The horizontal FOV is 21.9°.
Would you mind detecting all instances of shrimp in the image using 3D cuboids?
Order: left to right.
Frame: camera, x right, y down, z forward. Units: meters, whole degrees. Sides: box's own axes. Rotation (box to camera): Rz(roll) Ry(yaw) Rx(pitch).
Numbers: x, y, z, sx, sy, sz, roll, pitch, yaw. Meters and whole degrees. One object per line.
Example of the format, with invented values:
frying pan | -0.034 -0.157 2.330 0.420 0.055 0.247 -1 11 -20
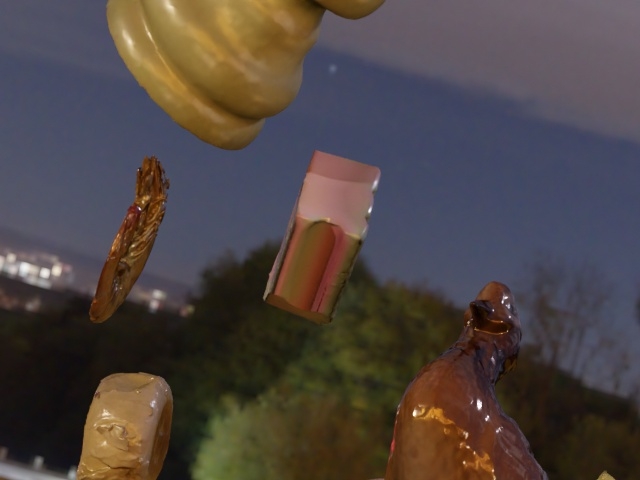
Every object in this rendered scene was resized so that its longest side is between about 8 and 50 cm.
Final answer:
shrimp | -0.255 0.001 2.170 0.053 0.236 0.133 25 9 16

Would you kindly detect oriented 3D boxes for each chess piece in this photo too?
chess piece | -0.012 -0.193 1.127 0.144 0.251 0.144 39 28 -25

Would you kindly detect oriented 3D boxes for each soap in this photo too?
soap | 0.000 0.000 1.239 0.056 0.100 0.149 19 -39 -1

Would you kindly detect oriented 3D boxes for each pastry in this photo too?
pastry | -0.228 0.230 1.935 0.088 0.166 0.166 10 -5 7

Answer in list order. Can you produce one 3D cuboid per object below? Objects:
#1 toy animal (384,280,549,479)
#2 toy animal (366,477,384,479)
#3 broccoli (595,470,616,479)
toy animal | 0.085 0.128 0.856 0.089 0.179 0.188 0 -41 28
toy animal | 0.034 0.377 1.760 0.154 0.250 0.166 -17 -40 2
broccoli | 0.265 0.437 1.931 0.302 0.249 0.375 -17 -27 -13
